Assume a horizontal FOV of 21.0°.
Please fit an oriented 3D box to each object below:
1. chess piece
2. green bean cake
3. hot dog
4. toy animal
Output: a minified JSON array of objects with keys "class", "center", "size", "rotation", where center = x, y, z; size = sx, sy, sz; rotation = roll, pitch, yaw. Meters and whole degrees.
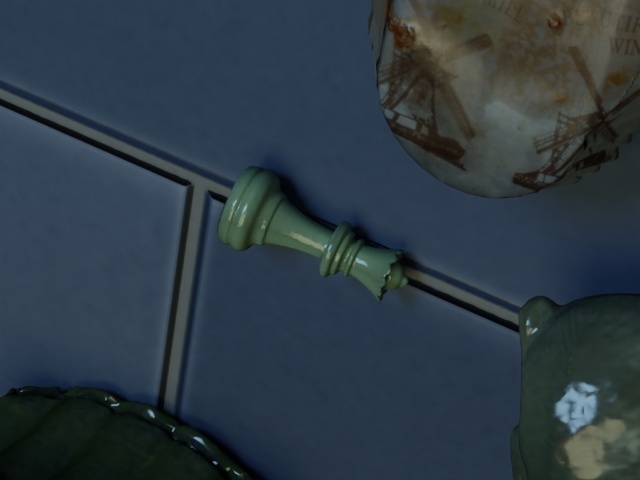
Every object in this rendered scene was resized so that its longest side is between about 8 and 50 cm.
[{"class":"chess piece","center":[0.000,0.000,0.826],"size":[0.093,0.042,0.042],"rotation":[24,128,9]},{"class":"green bean cake","center":[-0.122,0.206,0.970],"size":[0.222,0.125,0.227],"rotation":[23,125,21]},{"class":"hot dog","center":[0.097,-0.131,0.664],"size":[0.144,0.075,0.268],"rotation":[26,125,9]},{"class":"toy animal","center":[0.190,0.084,0.716],"size":[0.236,0.108,0.138],"rotation":[-2,116,31]}]
